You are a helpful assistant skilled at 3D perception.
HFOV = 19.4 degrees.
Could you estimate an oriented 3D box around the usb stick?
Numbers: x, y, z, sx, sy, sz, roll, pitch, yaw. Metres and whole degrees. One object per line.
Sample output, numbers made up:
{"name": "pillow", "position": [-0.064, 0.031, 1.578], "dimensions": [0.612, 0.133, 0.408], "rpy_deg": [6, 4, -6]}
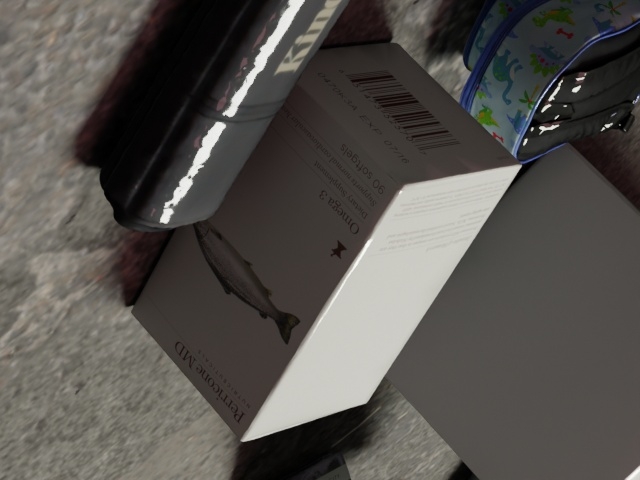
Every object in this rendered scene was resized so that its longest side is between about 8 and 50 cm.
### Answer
{"name": "usb stick", "position": [-0.012, -0.116, 0.835], "dimensions": [0.077, 0.045, 0.278], "rpy_deg": [-5, 136, -53]}

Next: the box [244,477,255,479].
{"name": "box", "position": [0.069, 0.205, 1.280], "dimensions": [0.201, 0.164, 0.021], "rpy_deg": [21, 81, -35]}

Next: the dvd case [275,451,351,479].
{"name": "dvd case", "position": [-0.015, 0.283, 1.324], "dimensions": [0.164, 0.221, 0.018], "rpy_deg": [-23, -171, -37]}

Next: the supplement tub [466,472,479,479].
{"name": "supplement tub", "position": [0.210, 0.188, 1.591], "dimensions": [0.117, 0.117, 0.190], "rpy_deg": [-8, 138, -52]}

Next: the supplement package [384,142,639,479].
{"name": "supplement package", "position": [0.194, 0.094, 1.309], "dimensions": [0.199, 0.198, 0.263], "rpy_deg": [-45, 156, 6]}

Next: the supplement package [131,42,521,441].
{"name": "supplement package", "position": [0.000, 0.000, 0.972], "dimensions": [0.105, 0.105, 0.179], "rpy_deg": [-13, 142, -49]}

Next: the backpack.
{"name": "backpack", "position": [0.128, -0.100, 1.027], "dimensions": [0.114, 0.084, 0.105], "rpy_deg": [-29, 152, -40]}
